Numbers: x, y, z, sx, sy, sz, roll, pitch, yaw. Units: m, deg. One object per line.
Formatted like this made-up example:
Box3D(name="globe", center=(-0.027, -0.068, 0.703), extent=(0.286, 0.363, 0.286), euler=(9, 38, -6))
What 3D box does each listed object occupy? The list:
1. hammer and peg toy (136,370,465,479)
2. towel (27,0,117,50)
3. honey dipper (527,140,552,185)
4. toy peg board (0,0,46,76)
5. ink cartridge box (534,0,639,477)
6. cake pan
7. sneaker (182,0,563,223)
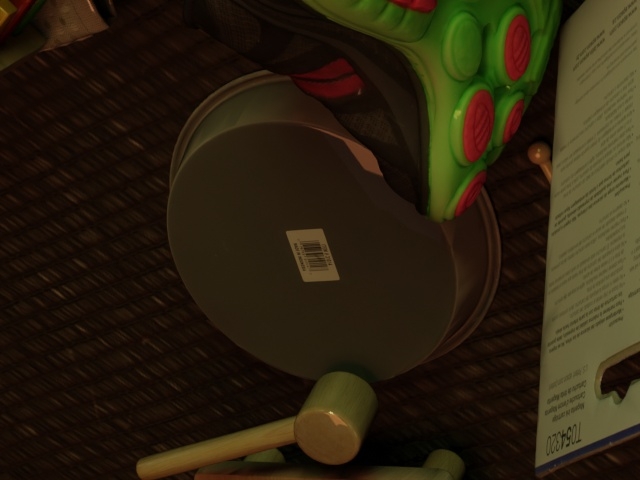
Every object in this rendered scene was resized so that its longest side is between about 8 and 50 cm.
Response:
Box3D(name="hammer and peg toy", center=(0.012, 0.258, 1.636), extent=(0.266, 0.127, 0.361), euler=(-3, 121, 30))
Box3D(name="towel", center=(-0.336, -0.275, 1.491), extent=(0.324, 0.056, 0.312), euler=(-10, 115, 33))
Box3D(name="honey dipper", center=(0.201, -0.008, 1.423), extent=(0.030, 0.030, 0.161), euler=(-22, 107, 36))
Box3D(name="toy peg board", center=(-0.279, -0.201, 1.379), extent=(0.161, 0.160, 0.079), euler=(42, 114, -2))
Box3D(name="ink cartridge box", center=(0.217, -0.034, 1.135), extent=(0.071, 0.330, 0.324), euler=(7, 165, -11))
Box3D(name="cake pan", center=(0.000, 0.000, 1.508), extent=(0.293, 0.054, 0.293), euler=(13, 126, 18))
Box3D(name="sneaker", center=(0.025, -0.168, 1.220), extent=(0.202, 0.185, 0.483), euler=(25, 165, 27))
